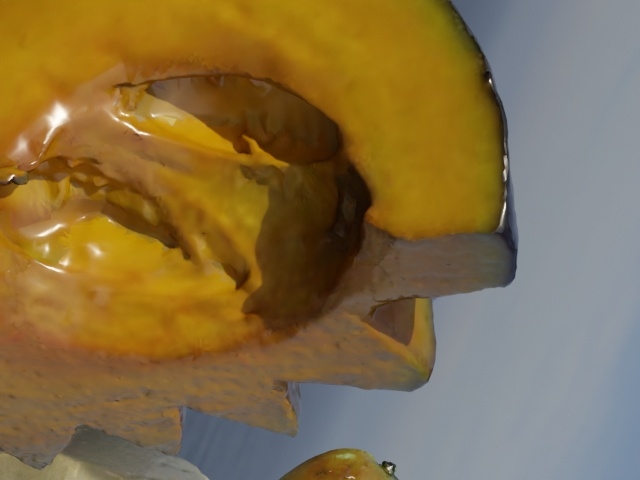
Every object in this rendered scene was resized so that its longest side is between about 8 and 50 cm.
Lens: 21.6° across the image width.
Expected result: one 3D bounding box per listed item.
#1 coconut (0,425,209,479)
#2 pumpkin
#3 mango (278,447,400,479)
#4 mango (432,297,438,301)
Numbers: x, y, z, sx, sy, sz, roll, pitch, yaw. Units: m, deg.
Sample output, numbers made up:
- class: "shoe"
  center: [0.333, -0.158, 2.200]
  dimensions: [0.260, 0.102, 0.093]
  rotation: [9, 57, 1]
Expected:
- class: "coconut"
  center: [-0.243, 0.330, 1.655]
  dimensions: [0.329, 0.329, 0.329]
  rotation: [22, 90, -86]
- class: "pumpkin"
  center: [-0.058, -0.022, 0.524]
  dimensions: [0.130, 0.254, 0.149]
  rotation: [56, 30, -59]
- class: "mango"
  center: [-0.013, 0.249, 1.112]
  dimensions: [0.111, 0.125, 0.233]
  rotation: [-26, 138, -83]
- class: "mango"
  center: [0.000, 0.000, 1.767]
  dimensions: [0.384, 0.199, 0.221]
  rotation: [-15, 124, -36]
